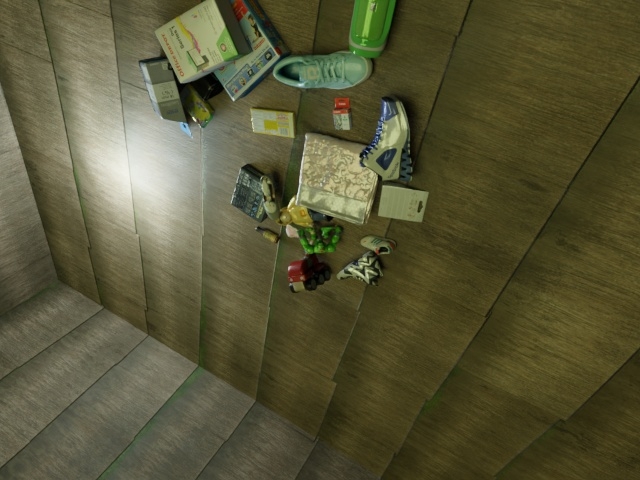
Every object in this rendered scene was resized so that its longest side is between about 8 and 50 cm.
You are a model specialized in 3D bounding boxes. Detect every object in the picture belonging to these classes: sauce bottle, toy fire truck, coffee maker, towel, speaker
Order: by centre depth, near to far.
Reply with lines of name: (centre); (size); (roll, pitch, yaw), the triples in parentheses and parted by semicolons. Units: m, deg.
speaker: (0.169, -0.739, 1.341); (0.131, 0.131, 0.296); (23, 130, 17)
towel: (0.067, -0.249, 1.734); (0.332, 0.053, 0.316); (18, 111, 18)
coffee maker: (-0.503, -0.673, 1.772); (0.178, 0.171, 0.120); (49, 159, -3)
toy fire truck: (-0.055, 0.097, 2.006); (0.159, 0.217, 0.246); (-12, 97, 31)
sauce bottle: (-0.266, -0.030, 2.148); (0.128, 0.042, 0.042); (26, 131, 13)

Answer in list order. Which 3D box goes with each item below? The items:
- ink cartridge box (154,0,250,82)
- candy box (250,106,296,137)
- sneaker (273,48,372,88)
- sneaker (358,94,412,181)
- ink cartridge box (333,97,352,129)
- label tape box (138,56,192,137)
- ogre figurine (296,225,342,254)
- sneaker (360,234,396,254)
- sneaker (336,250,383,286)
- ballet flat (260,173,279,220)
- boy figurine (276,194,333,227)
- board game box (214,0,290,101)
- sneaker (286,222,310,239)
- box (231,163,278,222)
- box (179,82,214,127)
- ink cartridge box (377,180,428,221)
ink cartridge box: (-0.430, -0.727, 1.573); (0.279, 0.117, 0.201); (-14, 112, 24)
candy box: (-0.198, -0.495, 1.800); (0.206, 0.027, 0.105); (14, 124, 23)
sneaker: (-0.003, -0.594, 1.528); (0.366, 0.150, 0.135); (7, 124, 28)
sneaker: (0.221, -0.339, 1.533); (0.183, 0.127, 0.315); (-12, 118, 2)
ink cartridge box: (0.082, -0.481, 1.634); (0.063, 0.029, 0.115); (8, 124, 28)
label tape box: (-0.684, -0.620, 1.890); (0.241, 0.106, 0.333); (39, 145, 54)
ogre figurine: (0.000, 0.000, 1.920); (0.097, 0.197, 0.118); (176, 89, -65)
sneaker: (0.240, 0.023, 1.848); (0.162, 0.075, 0.057); (11, 125, 26)
sneaker: (0.190, 0.162, 1.960); (0.235, 0.094, 0.153); (-36, 89, 32)
ballet flat: (-0.231, -0.189, 1.911); (0.072, 0.068, 0.213); (-4, 101, 17)
boy figurine: (-0.084, -0.131, 1.937); (0.286, 0.092, 0.177); (-4, 120, 30)
board game box: (-0.316, -0.755, 1.656); (0.308, 0.086, 0.301); (-25, 105, 40)
sneaker: (-0.109, -0.033, 2.045); (0.134, 0.051, 0.070); (36, 134, 10)
box: (-0.314, -0.220, 2.038); (0.184, 0.059, 0.232); (33, 131, 9)
box: (-0.555, -0.606, 1.937); (0.105, 0.043, 0.179); (-31, 99, 41)
ink cartridge box: (0.327, -0.155, 1.711); (0.180, 0.045, 0.145); (8, 125, 5)
